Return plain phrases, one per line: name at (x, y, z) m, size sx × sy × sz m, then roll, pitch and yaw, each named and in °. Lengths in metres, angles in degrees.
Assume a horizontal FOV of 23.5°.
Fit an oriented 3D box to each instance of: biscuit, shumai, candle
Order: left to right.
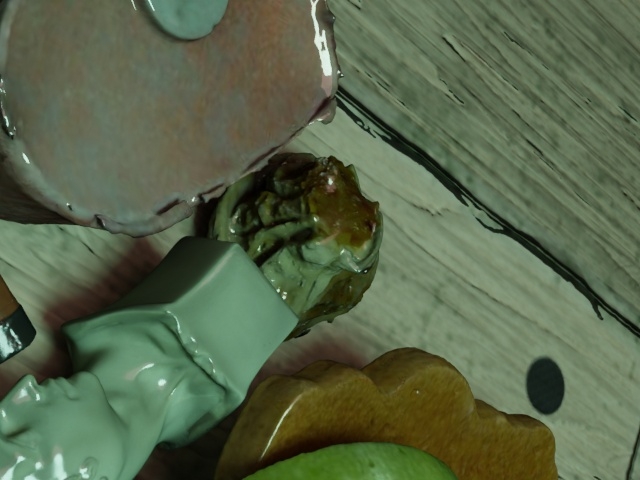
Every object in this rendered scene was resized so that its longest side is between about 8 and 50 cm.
candle at (-0.111, -0.154, 0.982) m, size 0.287 × 0.131 × 0.317 m, roll 19°, pitch 80°, yaw -44°
shumai at (-0.003, 0.000, 1.050) m, size 0.145 × 0.116 × 0.146 m, roll 8°, pitch 78°, yaw -42°
biscuit at (0.047, 0.175, 1.053) m, size 0.334 × 0.047 × 0.202 m, roll 31°, pitch 83°, yaw -48°

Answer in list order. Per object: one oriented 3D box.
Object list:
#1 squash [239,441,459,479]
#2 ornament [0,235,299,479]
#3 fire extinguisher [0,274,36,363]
squash at (-0.007, 0.237, 0.958) m, size 0.252 × 0.049 × 0.252 m, roll -13°, pitch 127°, yaw -19°
ornament at (-0.130, 0.110, 0.921) m, size 0.285 × 0.120 × 0.130 m, roll -39°, pitch 109°, yaw -39°
fire extinguisher at (-0.233, -0.004, 0.899) m, size 0.062 × 0.050 × 0.177 m, roll -31°, pitch 104°, yaw -7°
